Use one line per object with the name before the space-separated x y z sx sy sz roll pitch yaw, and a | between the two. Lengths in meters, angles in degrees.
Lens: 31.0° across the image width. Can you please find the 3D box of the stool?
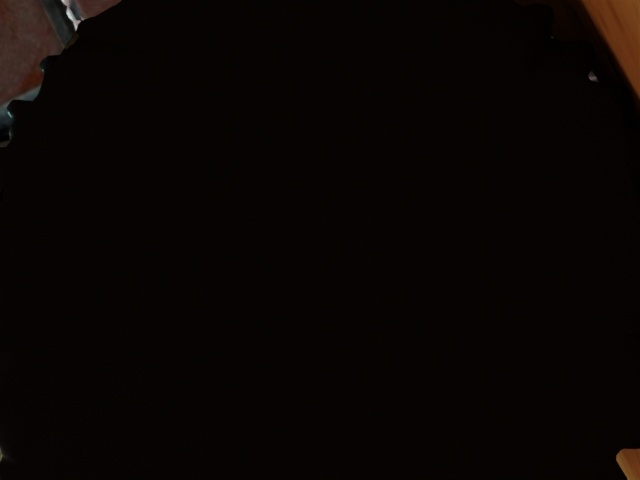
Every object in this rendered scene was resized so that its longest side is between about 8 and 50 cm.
stool | 0.008 0.047 0.613 0.330 0.297 0.297 69 176 -77

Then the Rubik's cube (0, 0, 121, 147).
Rubik's cube | -0.202 -0.247 0.862 0.305 0.304 0.301 67 -160 -7
